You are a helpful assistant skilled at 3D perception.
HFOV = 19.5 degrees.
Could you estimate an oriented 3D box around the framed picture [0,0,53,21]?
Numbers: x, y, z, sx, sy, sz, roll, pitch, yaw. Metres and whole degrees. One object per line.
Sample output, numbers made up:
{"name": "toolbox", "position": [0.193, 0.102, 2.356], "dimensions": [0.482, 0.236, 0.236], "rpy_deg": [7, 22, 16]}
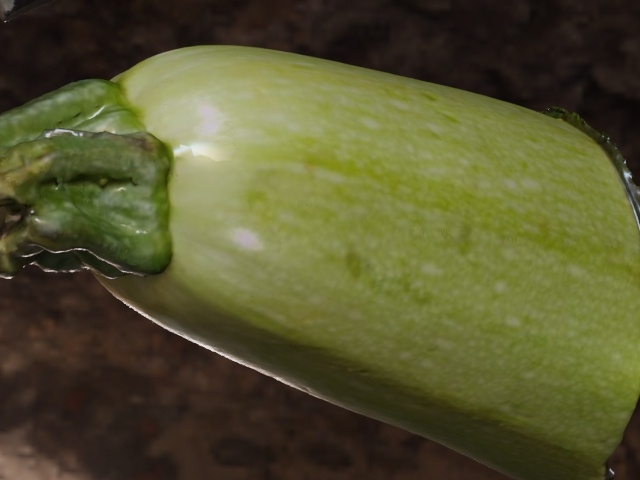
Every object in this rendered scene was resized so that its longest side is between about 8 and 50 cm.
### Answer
{"name": "framed picture", "position": [-0.078, -0.236, 0.849], "dimensions": [0.281, 0.209, 0.019], "rpy_deg": [-27, -7, -29]}

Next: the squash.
{"name": "squash", "position": [0.005, -0.015, 0.592], "dimensions": [0.137, 0.137, 0.287], "rpy_deg": [-11, -26, 39]}
